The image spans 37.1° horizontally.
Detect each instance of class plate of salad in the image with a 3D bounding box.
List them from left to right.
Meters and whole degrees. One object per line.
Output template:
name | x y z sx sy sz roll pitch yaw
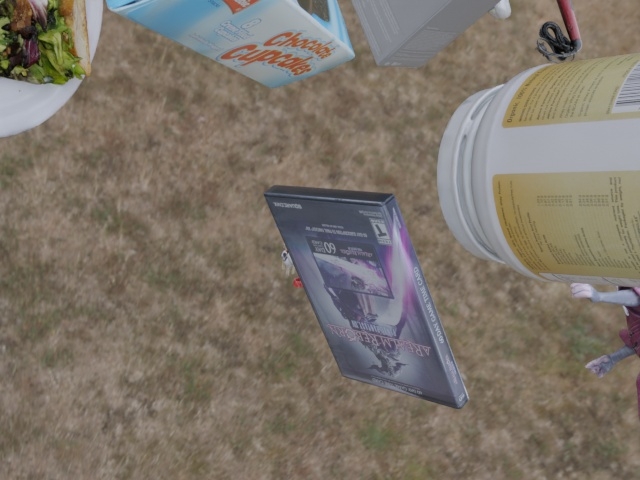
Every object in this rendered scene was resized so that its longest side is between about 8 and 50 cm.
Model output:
plate of salad | -0.224 -0.169 0.669 0.048 0.200 0.200 15 47 34

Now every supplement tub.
supplement tub | 0.293 -0.067 0.936 0.228 0.316 0.228 -2 94 -39

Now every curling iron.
curling iron | 0.347 -0.403 1.460 0.068 0.035 0.274 -9 88 4

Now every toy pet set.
toy pet set | 0.000 0.000 1.267 0.122 0.065 0.114 -9 31 -26

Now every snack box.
snack box | -0.078 -0.243 0.453 0.060 0.187 0.322 -19 85 15

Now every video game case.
video game case | 0.052 0.063 1.094 0.026 0.196 0.274 -38 119 -32

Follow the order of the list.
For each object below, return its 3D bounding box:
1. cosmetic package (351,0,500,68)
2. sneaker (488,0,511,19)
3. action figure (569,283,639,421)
cosmetic package | 0.163 -0.358 1.353 0.107 0.238 0.127 -5 71 -43
sneaker | 0.271 -0.452 1.750 0.126 0.091 0.240 -16 30 9
action figure | 0.557 0.158 1.525 0.276 0.248 0.370 -14 64 14
